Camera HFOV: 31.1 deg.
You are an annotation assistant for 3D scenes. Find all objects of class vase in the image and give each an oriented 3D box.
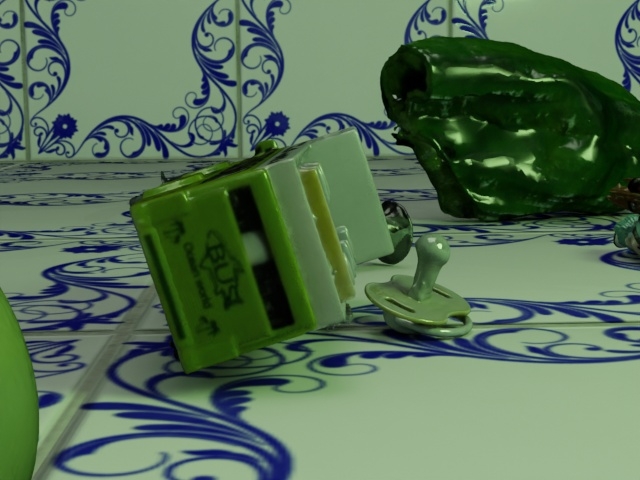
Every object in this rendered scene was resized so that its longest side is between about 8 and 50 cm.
[{"bbox_3d":[0.000,0.000,0.978,0.167,0.059,0.059,-6,9,-37],"label":"vase"}]

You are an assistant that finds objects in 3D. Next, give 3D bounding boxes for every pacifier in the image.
[{"bbox_3d":[0.070,0.028,0.735,0.068,0.064,0.083,24,19,28],"label":"pacifier"}]

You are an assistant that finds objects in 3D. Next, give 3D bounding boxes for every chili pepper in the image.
[{"bbox_3d":[0.253,-0.131,1.366,0.385,0.213,0.167,8,-17,-29],"label":"chili pepper"}]

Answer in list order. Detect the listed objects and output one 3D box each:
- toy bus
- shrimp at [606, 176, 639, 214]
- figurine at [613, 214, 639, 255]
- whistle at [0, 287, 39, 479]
[{"bbox_3d":[-0.030,-0.005,0.718,0.139,0.113,0.301,-18,7,4],"label":"toy bus"},{"bbox_3d":[0.447,-0.037,1.211,0.287,0.063,0.152,11,11,44],"label":"shrimp"},{"bbox_3d":[0.302,-0.002,1.038,0.060,0.047,0.106,35,-3,-4],"label":"figurine"},{"bbox_3d":[-0.166,0.042,0.369,0.141,0.141,0.294,-3,7,-21],"label":"whistle"}]
